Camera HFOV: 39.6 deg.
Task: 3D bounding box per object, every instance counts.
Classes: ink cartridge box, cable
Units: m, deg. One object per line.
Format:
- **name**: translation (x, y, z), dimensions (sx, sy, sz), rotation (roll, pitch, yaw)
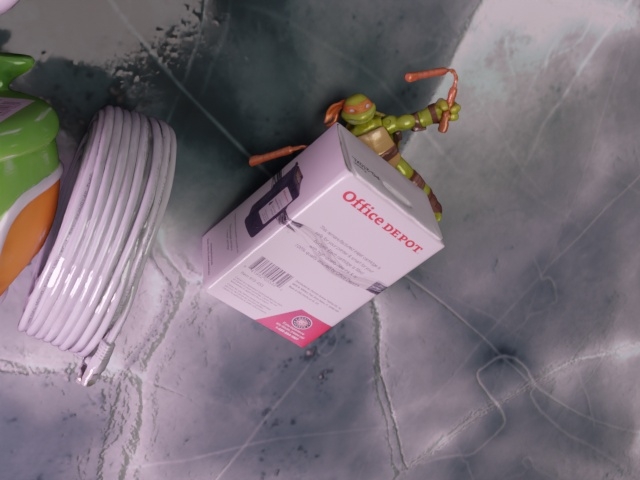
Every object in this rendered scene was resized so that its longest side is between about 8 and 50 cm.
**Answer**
- **ink cartridge box**: translation (0.000, 0.000, 1.062), dimensions (0.237, 0.100, 0.172), rotation (-38, 128, 24)
- **cable**: translation (-0.228, -0.012, 0.906), dimensions (0.089, 0.257, 0.257), rotation (19, 109, -20)

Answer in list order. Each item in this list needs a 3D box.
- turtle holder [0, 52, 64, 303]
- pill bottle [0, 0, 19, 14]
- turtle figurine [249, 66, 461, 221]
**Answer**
- **turtle holder**: translation (-0.399, -0.044, 0.805), dimensions (0.320, 0.243, 0.227), rotation (-8, 115, -25)
- **pill bottle**: translation (-0.371, -0.340, 0.730), dimensions (0.323, 0.181, 0.181), rotation (28, 96, -34)
- **turtle figurine**: translation (0.059, -0.099, 1.113), dimensions (0.269, 0.087, 0.217), rotation (-25, 126, -1)
